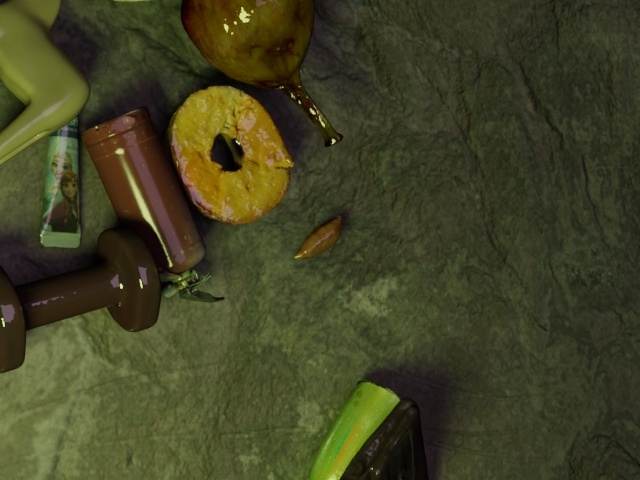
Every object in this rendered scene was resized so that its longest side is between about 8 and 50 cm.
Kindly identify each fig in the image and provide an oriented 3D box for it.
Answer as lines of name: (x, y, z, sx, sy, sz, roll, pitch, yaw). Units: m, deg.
fig: (-0.076, -0.254, 1.734, 0.190, 0.190, 0.290, -16, 90, -32)

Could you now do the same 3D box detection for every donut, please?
donut: (-0.134, -0.112, 1.761, 0.174, 0.074, 0.190, -43, 103, -26)

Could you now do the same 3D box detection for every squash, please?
squash: (0.043, 0.294, 1.822, 0.095, 0.095, 0.188, 45, 67, -21)

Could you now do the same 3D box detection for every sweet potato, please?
sweet potato: (0.000, 0.000, 1.856, 0.095, 0.034, 0.034, -41, 107, -17)

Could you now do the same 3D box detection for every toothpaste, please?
toothpaste: (-0.329, -0.098, 1.661, 0.062, 0.037, 0.216, 5, 85, -44)

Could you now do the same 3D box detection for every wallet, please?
wallet: (0.093, 0.348, 1.808, 0.182, 0.049, 0.229, -48, 147, -30)

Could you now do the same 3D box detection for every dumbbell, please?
dumbbell: (-0.316, 0.069, 1.593, 0.225, 0.124, 0.140, -15, 132, -32)

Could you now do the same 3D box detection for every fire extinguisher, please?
fire extinguisher: (-0.213, -0.035, 1.685, 0.104, 0.104, 0.269, -27, 99, -31)

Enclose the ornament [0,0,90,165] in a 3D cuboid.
ornament: (-0.379, -0.241, 1.615, 0.245, 0.061, 0.230, -40, 88, -26)
